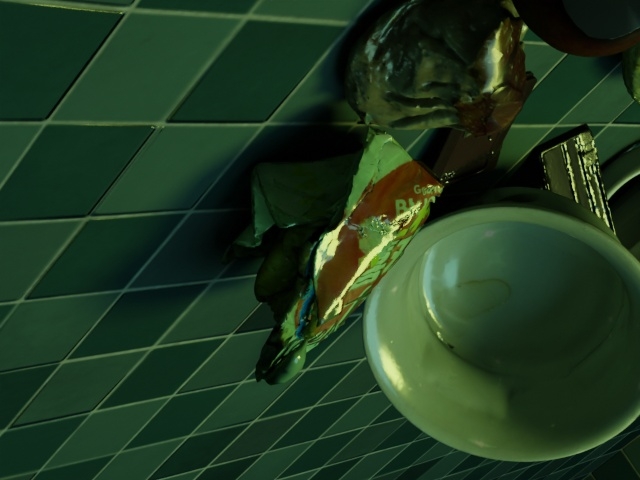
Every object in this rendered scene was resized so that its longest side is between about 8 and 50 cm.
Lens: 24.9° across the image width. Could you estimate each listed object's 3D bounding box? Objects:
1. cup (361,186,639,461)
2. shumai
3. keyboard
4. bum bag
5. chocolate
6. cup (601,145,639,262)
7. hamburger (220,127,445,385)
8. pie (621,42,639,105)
[{"bbox_3d":[0.229,0.074,1.703,0.347,0.347,0.163,-45,-166,29],"label":"cup"},{"bbox_3d":[0.127,-0.149,1.276,0.201,0.120,0.201,-28,156,-14],"label":"shumai"},{"bbox_3d":[0.318,-0.014,1.762,0.087,0.017,0.251,-26,117,-16],"label":"keyboard"},{"bbox_3d":[0.163,-0.114,1.540,0.109,0.026,0.159,-19,150,-31],"label":"bum bag"},{"bbox_3d":[0.224,-0.237,1.190,0.176,0.177,0.177,-28,159,-12],"label":"chocolate"},{"bbox_3d":[0.460,0.013,1.987,0.322,0.237,0.327,27,123,-32],"label":"cup"},{"bbox_3d":[-0.007,0.002,1.422,0.276,0.150,0.260,-53,172,11],"label":"hamburger"},{"bbox_3d":[0.461,-0.224,1.546,0.302,0.067,0.302,-12,146,-8],"label":"pie"}]
